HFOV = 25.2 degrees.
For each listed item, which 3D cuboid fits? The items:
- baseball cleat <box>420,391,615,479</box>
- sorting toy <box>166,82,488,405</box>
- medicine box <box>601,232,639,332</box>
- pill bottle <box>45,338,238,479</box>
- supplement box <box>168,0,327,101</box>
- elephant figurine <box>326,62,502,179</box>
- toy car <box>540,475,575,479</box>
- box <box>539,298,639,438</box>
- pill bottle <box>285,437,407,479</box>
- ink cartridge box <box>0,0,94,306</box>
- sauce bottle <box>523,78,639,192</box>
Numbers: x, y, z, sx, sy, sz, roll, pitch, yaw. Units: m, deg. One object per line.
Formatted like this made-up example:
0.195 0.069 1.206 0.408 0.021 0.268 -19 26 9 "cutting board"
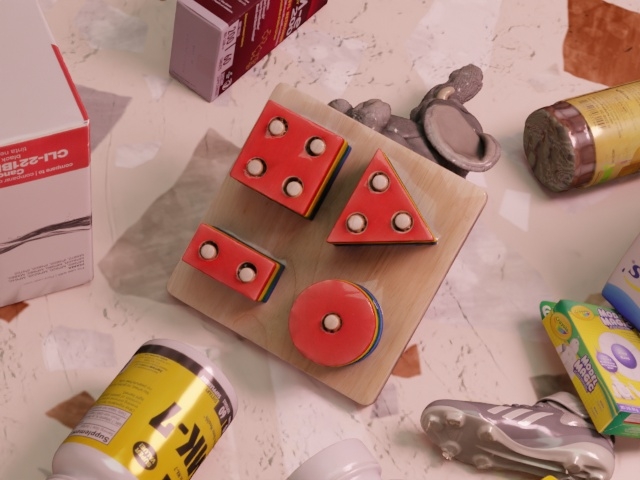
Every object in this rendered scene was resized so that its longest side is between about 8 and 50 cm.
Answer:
0.205 0.195 1.492 0.206 0.072 0.109 21 39 -1 "baseball cleat"
0.000 0.000 1.484 0.255 0.089 0.257 29 91 11 "sorting toy"
0.483 -0.031 1.541 0.263 0.289 0.149 -28 64 -38 "medicine box"
-0.179 0.204 1.365 0.119 0.119 0.208 29 54 10 "pill bottle"
-0.078 -0.289 1.744 0.073 0.130 0.239 35 56 14 "supplement box"
0.126 -0.101 1.631 0.239 0.169 0.186 -8 100 -26 "elephant figurine"
0.339 0.323 1.422 0.225 0.053 0.239 -15 59 -21 "toy car"
0.309 0.129 1.535 0.105 0.043 0.179 11 38 -33 "box"
0.067 0.308 1.324 0.136 0.136 0.246 -25 63 -26 "pill bottle"
-0.314 -0.091 1.462 0.114 0.273 0.197 -17 59 -18 "ink cartridge box"
0.417 -0.148 1.750 0.344 0.111 0.111 -16 58 -20 "sauce bottle"
